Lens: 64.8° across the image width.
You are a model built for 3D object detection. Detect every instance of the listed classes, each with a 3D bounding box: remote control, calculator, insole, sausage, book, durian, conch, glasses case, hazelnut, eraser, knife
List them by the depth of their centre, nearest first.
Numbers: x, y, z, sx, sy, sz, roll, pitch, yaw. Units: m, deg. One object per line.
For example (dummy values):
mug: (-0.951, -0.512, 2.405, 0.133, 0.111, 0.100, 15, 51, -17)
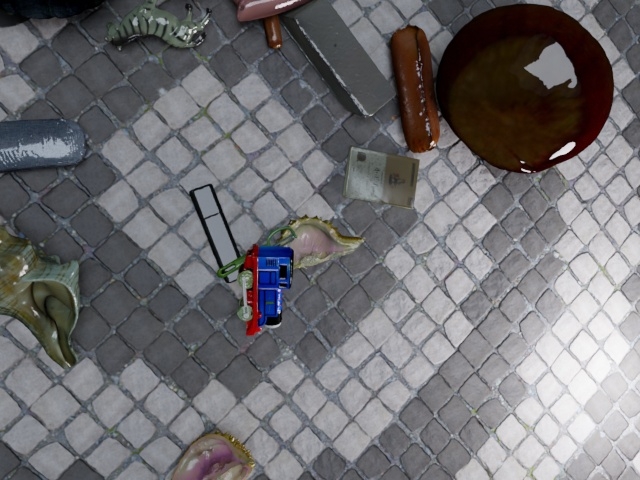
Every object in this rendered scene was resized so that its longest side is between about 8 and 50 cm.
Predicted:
conch: (-0.609, 0.098, 1.075, 0.203, 0.170, 0.386, -18, 129, 8)
glasses case: (-0.664, -0.206, 1.102, 0.282, 0.067, 0.109, -9, 88, -12)
insole: (-0.734, -0.502, 1.122, 0.188, 0.004, 0.064, -14, 92, -14)
durian: (-0.244, 0.527, 1.161, 0.165, 0.132, 0.183, 26, 94, -1)
knife: (-0.159, 0.024, 1.212, 0.212, 0.015, 0.054, -31, 77, -2)
remote control: (-0.247, -0.016, 1.225, 0.063, 0.025, 0.245, -23, 94, -8)
calculator: (-0.099, -0.671, 1.241, 0.329, 0.048, 0.220, -31, 77, -17)
hazelnut: (0.506, -0.383, 1.243, 0.429, 0.402, 0.402, 37, 81, 1)
durian: (0.001, 0.008, 1.248, 0.224, 0.078, 0.141, -2, 79, 5)
sausage: (-0.123, -0.542, 1.257, 0.039, 0.041, 0.131, -11, 91, -20)
eraser: (0.038, -0.471, 1.280, 0.111, 0.077, 0.352, -41, 98, -14)
sausage: (0.250, -0.392, 1.321, 0.102, 0.102, 0.331, -8, 91, -14)
book: (0.162, -0.166, 1.334, 0.198, 0.016, 0.139, 9, 87, -14)

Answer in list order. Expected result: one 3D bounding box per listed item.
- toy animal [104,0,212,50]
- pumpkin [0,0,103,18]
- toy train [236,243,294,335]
toy animal: (-0.380, -0.504, 1.180, 0.216, 0.073, 0.176, 19, 90, -18)
pumpkin: (-0.591, -0.645, 1.029, 0.363, 0.266, 0.364, 1, 84, -13)
toy train: (-0.129, 0.115, 1.182, 0.131, 0.083, 0.204, 1, 110, -6)
